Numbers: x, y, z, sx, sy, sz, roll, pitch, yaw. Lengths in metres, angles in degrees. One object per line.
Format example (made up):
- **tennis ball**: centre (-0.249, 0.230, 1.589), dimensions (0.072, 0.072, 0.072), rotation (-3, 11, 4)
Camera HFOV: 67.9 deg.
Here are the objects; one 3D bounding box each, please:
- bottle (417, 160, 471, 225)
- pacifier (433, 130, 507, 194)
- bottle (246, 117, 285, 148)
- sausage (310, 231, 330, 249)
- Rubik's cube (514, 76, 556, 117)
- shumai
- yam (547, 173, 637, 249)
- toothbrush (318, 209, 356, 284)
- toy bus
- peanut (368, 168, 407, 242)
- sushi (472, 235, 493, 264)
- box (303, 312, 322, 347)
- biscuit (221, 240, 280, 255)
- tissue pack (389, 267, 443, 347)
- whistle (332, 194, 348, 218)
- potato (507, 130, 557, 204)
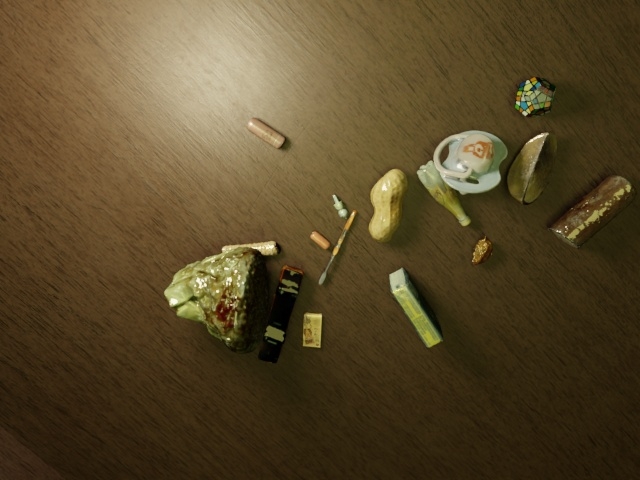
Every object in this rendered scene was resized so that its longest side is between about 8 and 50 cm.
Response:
- **bottle**: centre (0.448, -0.160, 1.689), dimensions (0.083, 0.083, 0.269), rotation (-37, 103, 13)
- **pacifier**: centre (0.504, -0.247, 1.624), dimensions (0.228, 0.278, 0.207), rotation (14, 149, 20)
- **bottle**: centre (-0.193, -0.381, 1.691), dimensions (0.140, 0.053, 0.053), rotation (33, 106, -6)
- **sausage**: centre (0.000, 0.000, 1.796), dimensions (0.083, 0.034, 0.034), rotation (40, 105, -6)
- **Rubik's cube**: centre (0.707, -0.470, 1.564), dimensions (0.112, 0.133, 0.133), rotation (-33, 102, -16)
- **shumai**: centre (-0.374, 0.200, 1.713), dimensions (0.349, 0.395, 0.394), rotation (7, 106, 4)
- **yam**: centre (0.947, -0.094, 1.651), dimensions (0.131, 0.131, 0.279), rotation (43, 104, -8)
- **toothbrush**: centre (0.063, 0.029, 1.801), dimensions (0.023, 0.031, 0.320), rotation (25, 107, -4)
- **toy bus**: centre (-0.157, 0.289, 1.861), dimensions (0.093, 0.092, 0.408), rotation (17, 107, -3)
- **peanut**: centre (0.235, -0.123, 1.702), dimensions (0.125, 0.111, 0.274), rotation (10, 106, 6)
- **sushi**: centre (0.593, 0.039, 1.746), dimensions (0.060, 0.061, 0.117), rotation (5, 101, -24)
- **box**: centre (-0.033, 0.363, 1.911), dimensions (0.073, 0.020, 0.148), rotation (3, 107, 3)
- **biscuit**: centre (-0.263, 0.036, 1.815), dimensions (0.219, 0.055, 0.061), rotation (-7, 130, 6)
- **tissue pack**: centre (0.353, 0.244, 1.760), dimensions (0.081, 0.185, 0.257), rotation (-31, 101, 13)
- **whistle**: centre (0.071, -0.124, 1.755), dimensions (0.035, 0.035, 0.100), rotation (-26, 101, 11)
- **potato**: centre (0.731, -0.245, 1.655), dimensions (0.120, 0.100, 0.261), rotation (18, 94, -40)
